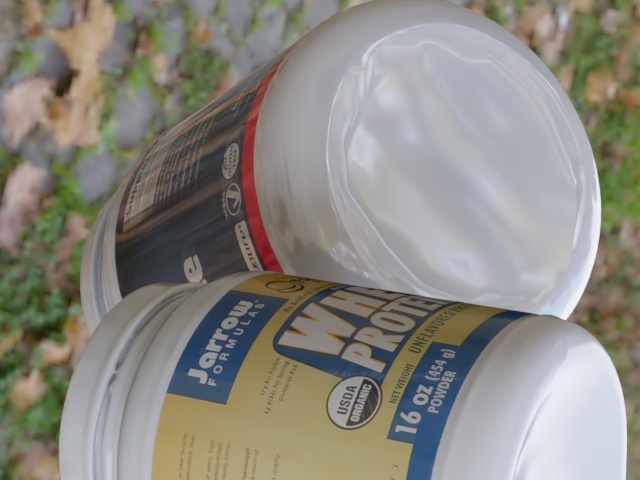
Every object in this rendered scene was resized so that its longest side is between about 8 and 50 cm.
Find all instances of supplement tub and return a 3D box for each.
[{"bbox_3d":[0.009,0.090,0.724,0.144,0.200,0.144,-20,114,-56],"label":"supplement tub"},{"bbox_3d":[0.000,0.000,0.950,0.191,0.272,0.191,9,71,-28],"label":"supplement tub"}]
